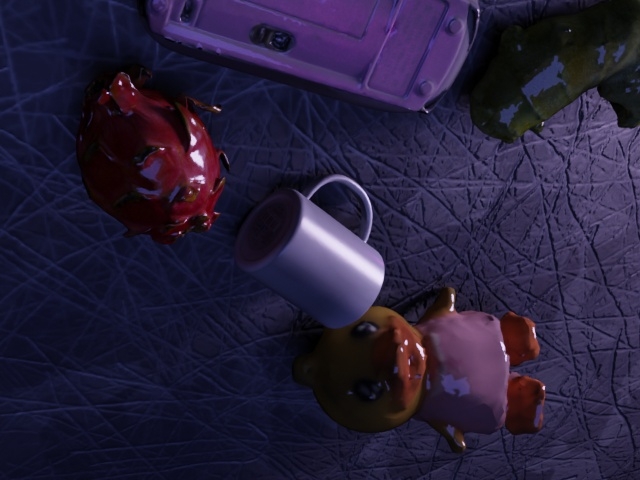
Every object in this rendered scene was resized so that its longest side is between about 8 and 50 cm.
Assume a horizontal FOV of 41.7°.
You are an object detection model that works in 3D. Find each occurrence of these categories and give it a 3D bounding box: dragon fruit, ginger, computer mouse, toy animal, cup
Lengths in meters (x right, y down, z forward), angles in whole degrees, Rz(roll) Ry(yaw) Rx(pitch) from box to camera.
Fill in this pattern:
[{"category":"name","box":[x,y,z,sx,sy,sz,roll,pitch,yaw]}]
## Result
[{"category":"dragon fruit","box":[-0.156,-0.075,0.746,0.136,0.133,0.166,-59,135,-31]},{"category":"ginger","box":[0.291,-0.175,0.858,0.290,0.089,0.137,-10,132,-15]},{"category":"computer mouse","box":[-0.005,-0.206,0.742,0.311,0.072,0.158,11,118,-25]},{"category":"toy animal","box":[0.103,0.146,0.961,0.281,0.195,0.169,7,159,-27]},{"category":"cup","box":[-0.008,0.005,0.877,0.099,0.136,0.133,-23,134,39]}]
